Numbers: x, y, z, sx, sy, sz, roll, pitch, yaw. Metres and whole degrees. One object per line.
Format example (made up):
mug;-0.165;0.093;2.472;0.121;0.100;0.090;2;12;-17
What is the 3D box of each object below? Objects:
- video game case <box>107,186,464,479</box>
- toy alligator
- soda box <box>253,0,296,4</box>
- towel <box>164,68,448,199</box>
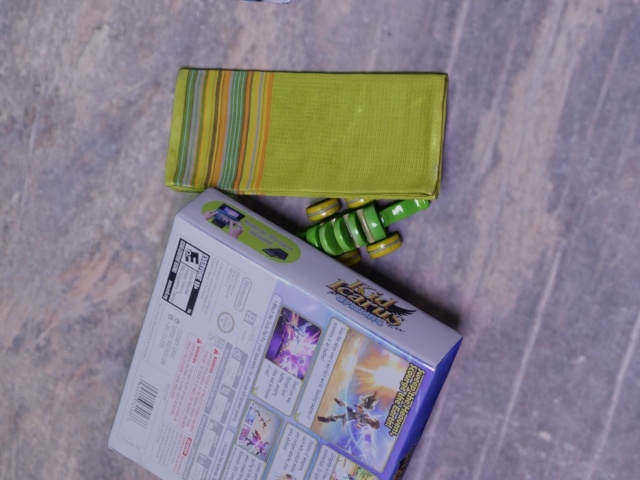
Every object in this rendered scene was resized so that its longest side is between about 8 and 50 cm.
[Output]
video game case;-0.036;0.125;1.590;0.244;0.061;0.269;31;129;14
toy alligator;0.000;0.000;1.565;0.190;0.051;0.056;-19;97;28
soda box;-0.038;-0.277;1.487;0.058;0.063;0.183;6;109;23
towel;-0.014;-0.086;1.545;0.237;0.021;0.102;3;87;24
